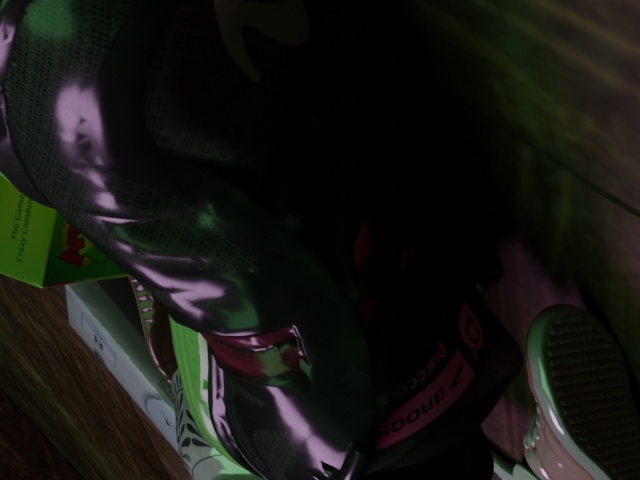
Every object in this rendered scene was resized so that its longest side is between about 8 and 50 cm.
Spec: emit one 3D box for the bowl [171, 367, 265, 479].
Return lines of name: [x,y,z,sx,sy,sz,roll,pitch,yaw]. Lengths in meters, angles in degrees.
bowl: [-0.033,0.153,0.877,0.170,0.080,0.170,12,145,8]

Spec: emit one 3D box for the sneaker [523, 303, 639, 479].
sneaker: [0.119,0.084,0.624,0.070,0.051,0.134,10,139,54]

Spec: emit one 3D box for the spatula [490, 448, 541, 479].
spatula: [0.101,0.168,0.857,0.242,0.019,0.168,39,157,31]

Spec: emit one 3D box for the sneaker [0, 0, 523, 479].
sneaker: [0.000,0.000,0.600,0.202,0.185,0.483,30,162,31]

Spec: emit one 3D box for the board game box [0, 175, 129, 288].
board game box: [-0.110,-0.072,0.642,0.043,0.092,0.181,17,101,26]

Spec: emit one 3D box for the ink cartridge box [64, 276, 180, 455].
ink cartridge box: [-0.129,0.189,1.282,0.308,0.091,0.385,48,159,9]

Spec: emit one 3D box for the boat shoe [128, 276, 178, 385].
boat shoe: [-0.090,0.008,0.899,0.098,0.109,0.302,-93,-22,-54]
